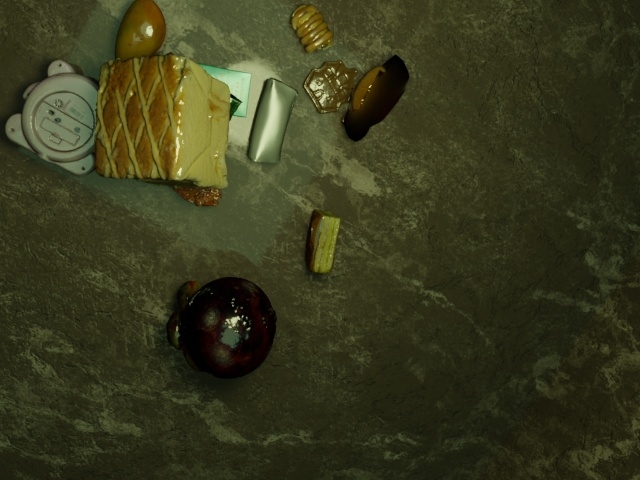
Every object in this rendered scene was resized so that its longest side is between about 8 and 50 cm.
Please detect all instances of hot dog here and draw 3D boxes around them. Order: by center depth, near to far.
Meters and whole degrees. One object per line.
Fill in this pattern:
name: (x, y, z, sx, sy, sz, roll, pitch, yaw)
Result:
hot dog: (0.186, -0.558, 1.817, 0.326, 0.107, 0.194, -41, 128, 4)

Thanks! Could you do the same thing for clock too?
clock: (-0.847, -0.410, 1.592, 0.296, 0.113, 0.322, 31, 94, -20)

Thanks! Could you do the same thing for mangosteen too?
mangosteen: (-0.368, 0.319, 1.810, 0.381, 0.422, 0.380, -16, 110, -53)

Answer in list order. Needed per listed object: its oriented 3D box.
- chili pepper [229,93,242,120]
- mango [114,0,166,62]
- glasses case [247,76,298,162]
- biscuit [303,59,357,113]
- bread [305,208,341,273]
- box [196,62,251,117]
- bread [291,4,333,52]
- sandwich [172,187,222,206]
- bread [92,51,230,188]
chili pepper: (-0.405, -0.417, 1.689, 0.136, 0.099, 0.270, 11, 120, -50)
mango: (-0.602, -0.676, 1.578, 0.139, 0.113, 0.253, 25, 100, -19)
glasses case: (-0.181, -0.441, 1.773, 0.128, 0.083, 0.307, 12, 102, -23)
biscuit: (0.052, -0.599, 1.812, 0.215, 0.034, 0.182, -35, 111, -3)
bread: (0.000, 0.000, 1.889, 0.111, 0.184, 0.234, 5, 102, -12)
box: (-0.374, -0.544, 1.712, 0.227, 0.042, 0.160, 5, 105, -17)
bread: (-0.031, -0.769, 1.719, 0.119, 0.084, 0.177, -37, 107, -3)
sandwich: (-0.465, -0.201, 1.757, 0.185, 0.109, 0.159, -11, 109, -6)
bread: (-0.498, -0.364, 1.515, 0.372, 0.279, 0.389, 4, 95, 23)
